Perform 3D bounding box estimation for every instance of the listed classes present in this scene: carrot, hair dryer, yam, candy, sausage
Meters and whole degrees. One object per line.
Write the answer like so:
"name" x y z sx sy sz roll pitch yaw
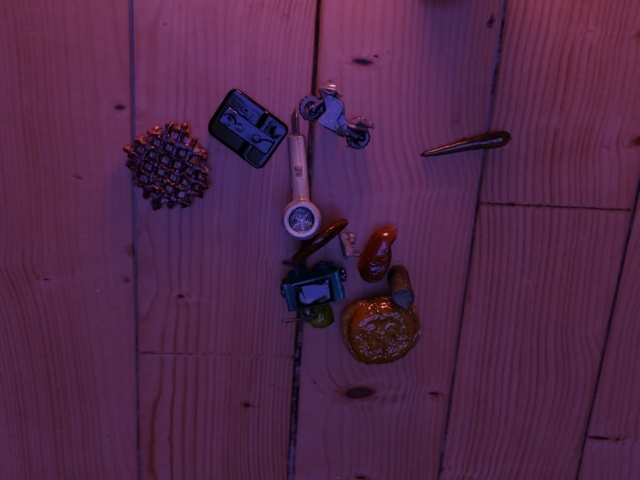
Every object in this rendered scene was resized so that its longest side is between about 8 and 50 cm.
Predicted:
"carrot" 0.406 -0.265 1.556 0.254 0.049 0.049 -11 105 3
"hair dryer" -0.062 -0.181 1.497 0.107 0.173 0.357 -6 92 -2
"yam" 0.228 0.133 1.586 0.068 0.169 0.068 1 111 3
"candy" -0.038 0.215 1.556 0.073 0.262 0.077 -3 85 25
"sausage" 0.165 0.040 1.595 0.089 0.089 0.179 19 103 -9

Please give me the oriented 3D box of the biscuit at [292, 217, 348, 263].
"biscuit" -0.001 -0.001 1.524 0.188 0.188 0.027 -39 84 6

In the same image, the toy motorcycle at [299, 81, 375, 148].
"toy motorcycle" 0.052 -0.340 1.494 0.215 0.080 0.122 28 104 -16

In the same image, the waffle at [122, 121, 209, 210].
"waffle" -0.410 -0.196 1.509 0.221 0.055 0.234 -24 100 4

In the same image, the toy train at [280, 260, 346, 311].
"toy train" -0.018 0.128 1.571 0.198 0.154 0.107 -14 103 1

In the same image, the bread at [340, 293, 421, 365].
"bread" 0.178 0.259 1.636 0.236 0.120 0.198 -15 103 0

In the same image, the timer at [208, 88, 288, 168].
"timer" -0.196 -0.296 1.486 0.187 0.055 0.144 35 107 -8

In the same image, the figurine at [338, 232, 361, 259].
"figurine" 0.084 0.013 1.608 0.050 0.047 0.083 -16 99 -15
